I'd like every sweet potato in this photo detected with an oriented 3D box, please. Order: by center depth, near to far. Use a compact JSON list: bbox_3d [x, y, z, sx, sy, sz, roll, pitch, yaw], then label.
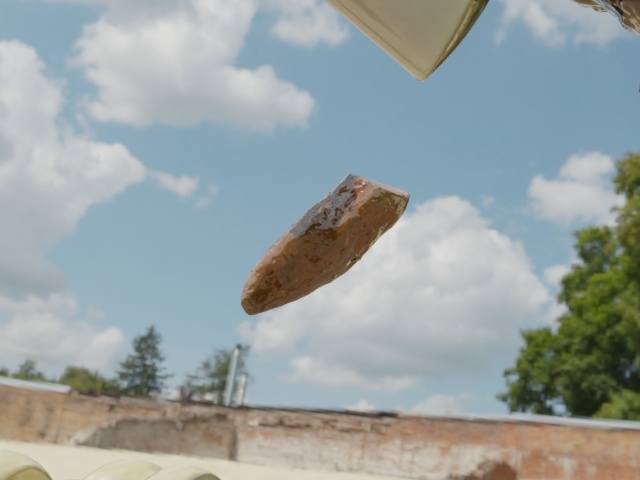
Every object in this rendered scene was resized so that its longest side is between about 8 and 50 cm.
[{"bbox_3d":[0.000,0.000,1.157,0.097,0.251,0.097,50,-9,12],"label":"sweet potato"}]

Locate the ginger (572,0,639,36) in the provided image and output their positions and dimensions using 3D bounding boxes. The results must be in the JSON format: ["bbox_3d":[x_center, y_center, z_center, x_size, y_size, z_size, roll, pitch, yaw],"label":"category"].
[{"bbox_3d":[0.237,-0.215,0.692,0.276,0.130,0.221,50,-11,8],"label":"ginger"}]

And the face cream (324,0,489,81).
[{"bbox_3d":[-0.012,-0.279,0.630,0.348,0.173,0.081,39,-10,-5],"label":"face cream"}]

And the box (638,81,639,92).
[{"bbox_3d":[0.583,-0.319,1.334,0.184,0.273,0.143,18,-16,1],"label":"box"}]

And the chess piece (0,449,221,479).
[{"bbox_3d":[-0.232,0.224,0.711,0.299,0.167,0.167,8,-18,20],"label":"chess piece"}]
